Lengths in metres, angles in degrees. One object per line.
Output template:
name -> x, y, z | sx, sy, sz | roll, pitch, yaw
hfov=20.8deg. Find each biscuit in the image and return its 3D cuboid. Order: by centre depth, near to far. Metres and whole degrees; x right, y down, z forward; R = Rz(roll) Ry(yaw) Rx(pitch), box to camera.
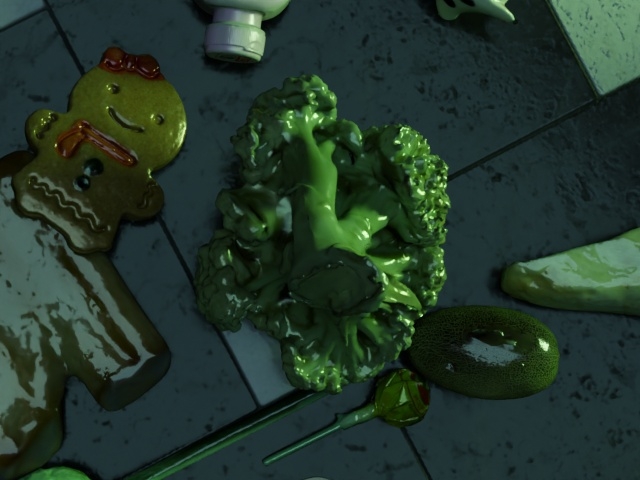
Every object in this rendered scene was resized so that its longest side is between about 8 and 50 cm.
biscuit -> -0.319, 0.079, 1.806 | 0.237, 0.062, 0.290 | -36, 90, -5
biscuit -> -0.220, -0.097, 1.809 | 0.166, 0.036, 0.225 | 37, 66, -5

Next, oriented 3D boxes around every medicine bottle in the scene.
medicine bottle -> -0.080, -0.300, 1.842 | 0.115, 0.078, 0.219 | 7, 86, -7

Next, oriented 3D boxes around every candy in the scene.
candy -> -0.138, 0.225, 1.802 | 0.440, 0.119, 0.119 | -25, 89, -13
candy -> 0.026, 0.193, 1.841 | 0.194, 0.058, 0.062 | -25, 81, 2

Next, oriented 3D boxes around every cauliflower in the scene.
cauliflower -> -0.011, 0.001, 1.740 | 0.260, 0.281, 0.327 | -12, 95, 26

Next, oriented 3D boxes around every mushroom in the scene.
mushroom -> 0.362, 0.034, 1.859 | 0.333, 0.087, 0.107 | 8, 87, -2

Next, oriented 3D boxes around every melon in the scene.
melon -> 0.170, 0.117, 1.829 | 0.162, 0.099, 0.099 | 6, 86, 1

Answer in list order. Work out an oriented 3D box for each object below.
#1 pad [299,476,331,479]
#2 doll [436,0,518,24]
pad -> -0.035, 0.393, 1.841 | 0.176, 0.002, 0.266 | -13, 88, -5
doll -> 0.167, -0.328, 1.852 | 0.107, 0.110, 0.181 | 18, 82, -43
